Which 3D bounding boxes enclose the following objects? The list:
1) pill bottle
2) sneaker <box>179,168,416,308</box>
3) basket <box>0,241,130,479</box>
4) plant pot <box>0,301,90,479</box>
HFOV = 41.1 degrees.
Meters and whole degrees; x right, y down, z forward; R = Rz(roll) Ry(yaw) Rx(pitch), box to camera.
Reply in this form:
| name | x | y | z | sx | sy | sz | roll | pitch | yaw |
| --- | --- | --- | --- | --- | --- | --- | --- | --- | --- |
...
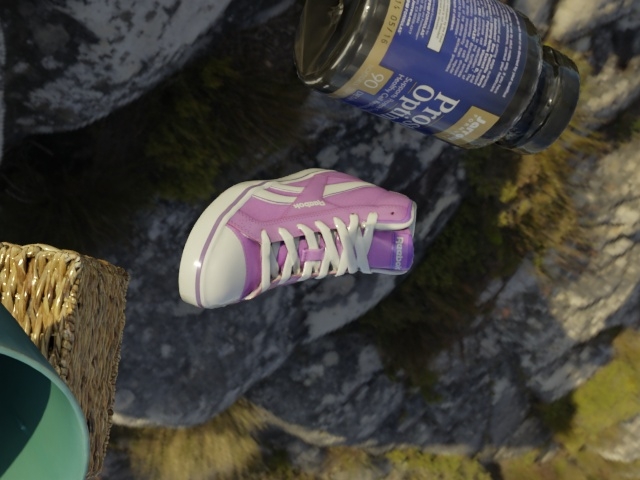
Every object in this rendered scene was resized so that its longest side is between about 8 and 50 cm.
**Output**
| name | x | y | z | sx | sy | sz | roll | pitch | yaw |
| --- | --- | --- | --- | --- | --- | --- | --- | --- | --- |
| pill bottle | 0.099 | -0.146 | 0.693 | 0.219 | 0.123 | 0.123 | 17 | 112 | -27 |
| sneaker | 0.000 | -0.001 | 0.821 | 0.282 | 0.161 | 0.102 | -34 | 134 | -50 |
| basket | -0.384 | 0.159 | 1.079 | 0.223 | 0.213 | 0.300 | 71 | 24 | -83 |
| plant pot | -0.354 | 0.122 | 0.633 | 0.292 | 0.235 | 0.293 | -22 | 133 | -26 |
